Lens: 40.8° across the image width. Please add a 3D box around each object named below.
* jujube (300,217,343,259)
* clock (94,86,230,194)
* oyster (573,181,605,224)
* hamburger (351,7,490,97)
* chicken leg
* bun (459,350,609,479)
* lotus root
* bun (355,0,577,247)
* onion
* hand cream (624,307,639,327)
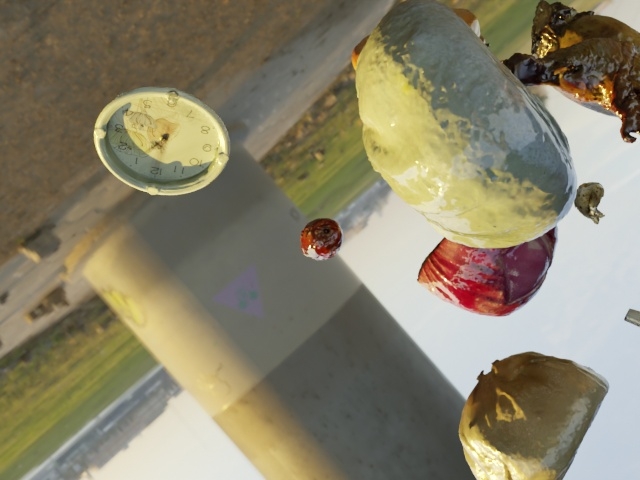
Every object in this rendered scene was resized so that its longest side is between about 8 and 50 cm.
[{"bbox_3d":[0.000,0.000,1.558,0.077,0.077,0.129,-41,177,-11],"label":"jujube"},{"bbox_3d":[-0.276,-0.182,1.517,0.236,0.236,0.053,-41,-146,33],"label":"clock"},{"bbox_3d":[0.496,-0.075,1.549,0.038,0.081,0.083,-46,-179,-33],"label":"oyster"},{"bbox_3d":[0.178,-0.286,1.484,0.246,0.170,0.246,-19,-154,10],"label":"hamburger"},{"bbox_3d":[0.430,-0.222,1.276,0.177,0.323,0.083,-53,169,-37],"label":"chicken leg"},{"bbox_3d":[0.353,0.312,1.492,0.281,0.205,0.281,-51,157,-32],"label":"bun"},{"bbox_3d":[0.479,-0.284,1.434,0.141,0.314,0.169,-61,-177,4],"label":"lotus root"},{"bbox_3d":[0.177,-0.139,1.118,0.211,0.362,0.362,-42,180,18],"label":"bun"},{"bbox_3d":[0.322,0.057,1.534,0.247,0.250,0.111,-53,-143,38],"label":"onion"},{"bbox_3d":[0.580,0.149,1.327,0.038,0.216,0.052,-52,155,-45],"label":"hand cream"}]
